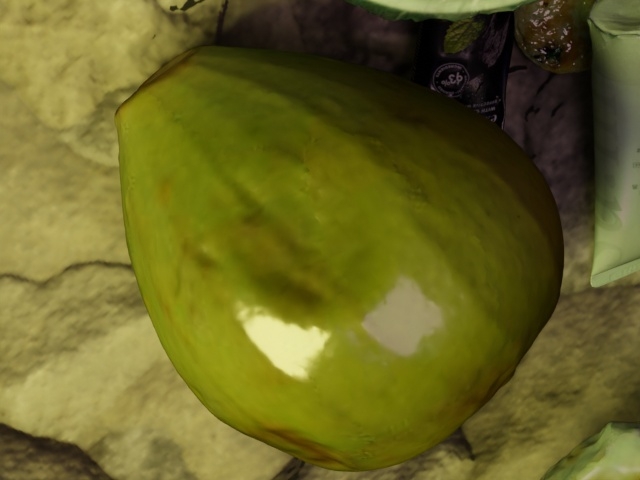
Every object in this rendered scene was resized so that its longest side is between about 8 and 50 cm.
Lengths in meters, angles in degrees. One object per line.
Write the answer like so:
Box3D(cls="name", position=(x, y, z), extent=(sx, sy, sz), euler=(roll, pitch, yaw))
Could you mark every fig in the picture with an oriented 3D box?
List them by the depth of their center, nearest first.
Box3D(cls="fig", position=(0.000, 0.010, 0.801), extent=(0.230, 0.207, 0.207), euler=(20, 106, -23))

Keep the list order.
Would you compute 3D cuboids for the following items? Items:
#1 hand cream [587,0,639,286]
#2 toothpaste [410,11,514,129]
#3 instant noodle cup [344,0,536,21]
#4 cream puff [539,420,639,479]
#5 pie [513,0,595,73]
Box3D(cls="hand cream", position=(0.188, -0.055, 0.936), extent=(0.078, 0.050, 0.205), euler=(-21, 134, -8))
Box3D(cls="toothpaste", position=(0.079, -0.099, 0.881), extent=(0.071, 0.045, 0.193), euler=(-7, 122, -19))
Box3D(cls="instant noodle cup", position=(-0.004, -0.220, 0.626), extent=(0.284, 0.312, 0.284), euler=(-9, 117, -18))
Box3D(cls="cream puff", position=(0.259, 0.275, 0.973), extent=(0.275, 0.378, 0.378), euler=(-30, 124, -30))
Box3D(cls="pie", position=(0.144, -0.134, 0.902), extent=(0.085, 0.017, 0.085), euler=(-9, 119, -16))
